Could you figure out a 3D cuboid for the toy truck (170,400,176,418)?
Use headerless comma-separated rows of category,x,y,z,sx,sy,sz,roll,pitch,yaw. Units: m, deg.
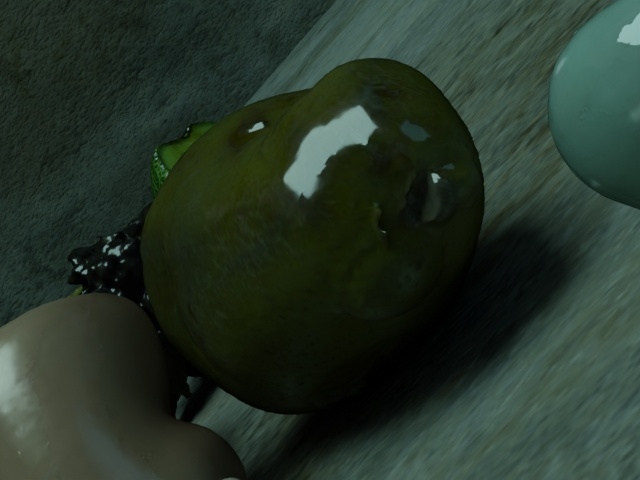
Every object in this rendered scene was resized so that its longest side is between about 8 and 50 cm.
toy truck,-0.224,0.201,1.161,0.265,0.189,0.239,-26,-22,14

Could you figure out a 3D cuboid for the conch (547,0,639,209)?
conch,0.205,-0.101,0.616,0.221,0.121,0.185,-43,7,-2

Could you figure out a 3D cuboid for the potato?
potato,-0.001,-0.004,0.878,0.218,0.202,0.351,-52,10,-21

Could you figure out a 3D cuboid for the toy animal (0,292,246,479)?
toy animal,-0.156,0.165,0.902,0.195,0.256,0.213,-37,-23,-4

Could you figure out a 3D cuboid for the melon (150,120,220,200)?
melon,-0.075,-0.017,1.197,0.265,0.169,0.129,-45,-23,-65

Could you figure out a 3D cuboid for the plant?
plant,-0.167,0.066,1.356,0.234,0.204,0.178,-47,7,-16

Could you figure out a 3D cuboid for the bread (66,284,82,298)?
bread,-0.238,0.098,1.630,0.077,0.138,0.361,-53,12,-28
